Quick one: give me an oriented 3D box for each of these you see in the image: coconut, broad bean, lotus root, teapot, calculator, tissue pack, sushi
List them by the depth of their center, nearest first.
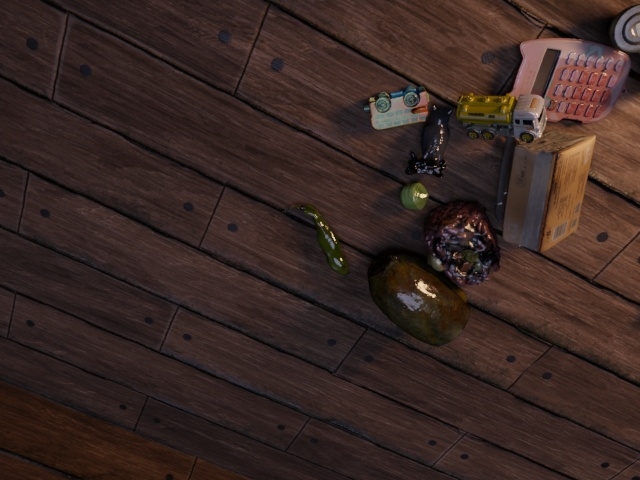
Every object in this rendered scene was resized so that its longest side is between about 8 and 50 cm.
[{"bbox_3d":[0.803,-0.531,1.186,0.149,0.108,0.111,18,118,2],"label":"teapot"},{"bbox_3d":[0.679,-0.435,1.291,0.330,0.048,0.220,9,119,-1],"label":"calculator"},{"bbox_3d":[0.631,-0.158,1.380,0.239,0.238,0.305,-1,119,7],"label":"tissue pack"},{"bbox_3d":[0.298,-0.139,1.478,0.096,0.088,0.087,3,124,39],"label":"coconut"},{"bbox_3d":[0.449,0.022,1.499,0.237,0.170,0.270,-23,116,18],"label":"sushi"},{"bbox_3d":[0.315,0.187,1.579,0.346,0.250,0.250,39,116,-11],"label":"lotus root"},{"bbox_3d":[0.009,-0.005,1.605,0.098,0.056,0.318,-32,106,28],"label":"broad bean"}]

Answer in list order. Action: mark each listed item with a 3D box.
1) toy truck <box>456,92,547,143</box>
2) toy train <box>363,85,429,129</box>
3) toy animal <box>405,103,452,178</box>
[{"bbox_3d":[0.490,-0.343,1.280,0.227,0.098,0.114,13,152,31],"label":"toy truck"},{"bbox_3d":[0.222,-0.384,1.358,0.188,0.072,0.099,-9,123,11],"label":"toy train"},{"bbox_3d":[0.324,-0.287,1.374,0.121,0.117,0.209,10,122,9],"label":"toy animal"}]
